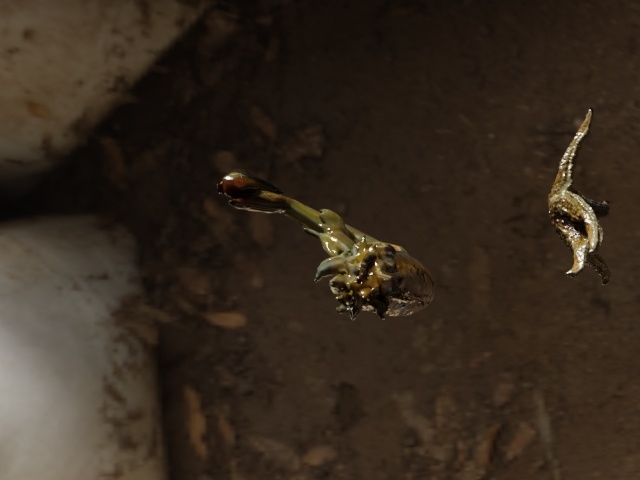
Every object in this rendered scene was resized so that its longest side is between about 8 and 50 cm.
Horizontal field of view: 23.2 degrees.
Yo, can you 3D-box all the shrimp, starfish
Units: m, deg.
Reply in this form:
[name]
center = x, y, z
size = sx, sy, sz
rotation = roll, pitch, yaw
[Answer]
[shrimp]
center = 0.001, -0.001, 0.765
size = 0.124, 0.178, 0.034
rotation = 32, 98, 8
[starfish]
center = 0.190, -0.032, 1.156
size = 0.041, 0.133, 0.130
rotation = -5, 85, 14
